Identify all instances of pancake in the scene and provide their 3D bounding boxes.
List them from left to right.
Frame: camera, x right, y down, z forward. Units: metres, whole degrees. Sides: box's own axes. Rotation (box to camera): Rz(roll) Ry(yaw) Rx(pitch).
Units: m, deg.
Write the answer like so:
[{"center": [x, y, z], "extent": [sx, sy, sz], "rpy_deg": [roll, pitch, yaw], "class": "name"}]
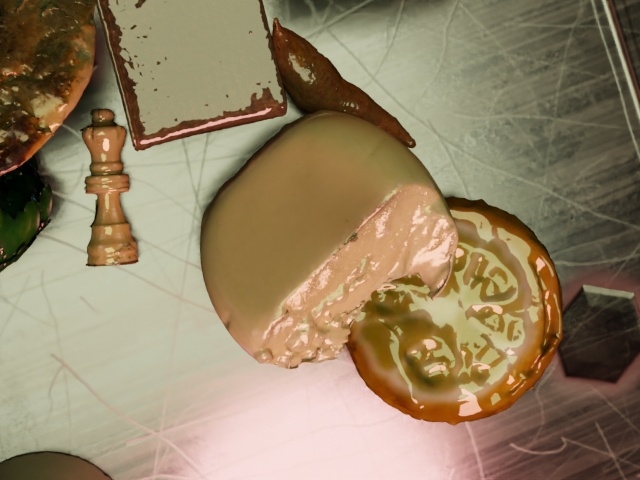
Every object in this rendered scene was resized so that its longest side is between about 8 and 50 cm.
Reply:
[{"center": [-0.374, -0.191, 0.910], "extent": [0.356, 0.065, 0.356], "rpy_deg": [4, 68, -9], "class": "pancake"}]

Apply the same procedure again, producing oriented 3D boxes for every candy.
[{"center": [0.145, 0.077, 1.159], "extent": [0.260, 0.118, 0.259], "rpy_deg": [0, 93, -7], "class": "candy"}]

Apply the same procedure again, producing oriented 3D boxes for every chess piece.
[{"center": [-0.234, -0.058, 1.124], "extent": [0.060, 0.060, 0.172], "rpy_deg": [-4, 94, -7], "class": "chess piece"}]

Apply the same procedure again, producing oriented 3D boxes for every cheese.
[{"center": [0.000, 0.000, 1.071], "extent": [0.266, 0.127, 0.233], "rpy_deg": [-44, 60, 12], "class": "cheese"}]

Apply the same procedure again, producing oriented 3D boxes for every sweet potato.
[{"center": [0.014, -0.157, 1.145], "extent": [0.226, 0.068, 0.068], "rpy_deg": [37, 90, -23], "class": "sweet potato"}]

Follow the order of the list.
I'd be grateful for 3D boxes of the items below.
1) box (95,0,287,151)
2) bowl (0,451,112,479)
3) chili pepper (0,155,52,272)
[{"center": [-0.131, -0.195, 1.011], "extent": [0.143, 0.273, 0.184], "rpy_deg": [-15, 98, -6], "class": "box"}, {"center": [-0.310, 0.350, 1.128], "extent": [0.211, 0.112, 0.211], "rpy_deg": [-1, 96, -6], "class": "bowl"}, {"center": [-0.421, -0.041, 1.020], "extent": [0.257, 0.233, 0.248], "rpy_deg": [-28, 83, 2], "class": "chili pepper"}]
